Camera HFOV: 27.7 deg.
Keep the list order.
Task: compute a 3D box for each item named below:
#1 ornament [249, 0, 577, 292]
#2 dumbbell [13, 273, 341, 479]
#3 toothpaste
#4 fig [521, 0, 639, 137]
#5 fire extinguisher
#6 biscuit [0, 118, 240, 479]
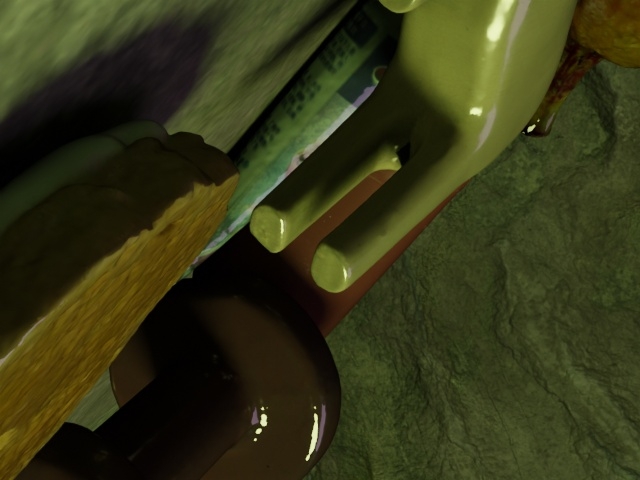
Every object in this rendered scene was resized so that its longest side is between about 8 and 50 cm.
[{"bbox_3d":[0.078,-0.125,0.520,0.245,0.061,0.230,-42,156,-37],"label":"ornament"},{"bbox_3d":[-0.089,0.110,0.651,0.140,0.124,0.225,-6,-163,25],"label":"dumbbell"},{"bbox_3d":[-0.012,-0.052,0.627,0.216,0.037,0.062,-46,-171,14],"label":"toothpaste"},{"bbox_3d":[0.206,-0.147,0.819,0.290,0.190,0.190,-54,173,31],"label":"fig"},{"bbox_3d":[0.000,0.000,0.751,0.269,0.105,0.105,-51,175,40],"label":"fire extinguisher"},{"bbox_3d":[-0.113,0.047,0.407,0.208,0.049,0.181,-49,176,21],"label":"biscuit"}]
